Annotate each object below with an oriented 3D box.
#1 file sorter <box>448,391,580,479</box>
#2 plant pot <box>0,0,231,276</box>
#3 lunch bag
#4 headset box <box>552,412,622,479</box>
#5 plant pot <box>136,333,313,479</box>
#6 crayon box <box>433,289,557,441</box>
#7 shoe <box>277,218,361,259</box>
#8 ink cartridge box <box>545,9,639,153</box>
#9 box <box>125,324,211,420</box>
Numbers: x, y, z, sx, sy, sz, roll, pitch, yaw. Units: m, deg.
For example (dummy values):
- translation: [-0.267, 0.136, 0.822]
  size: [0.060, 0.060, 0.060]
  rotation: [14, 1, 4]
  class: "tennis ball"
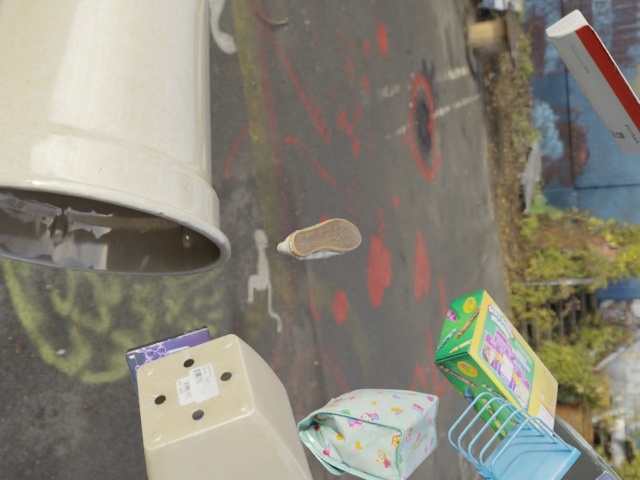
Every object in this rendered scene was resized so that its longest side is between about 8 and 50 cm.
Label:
- translation: [0.296, 0.325, 1.140]
  size: [0.104, 0.118, 0.170]
  rotation: [45, -8, -10]
  class: "file sorter"
- translation: [-0.249, -0.146, 0.793]
  size: [0.334, 0.333, 0.306]
  rotation: [37, 54, -62]
  class: "plant pot"
- translation: [0.104, 0.420, 1.603]
  size: [0.223, 0.262, 0.160]
  rotation: [-15, 107, -60]
  class: "lunch bag"
- translation: [0.552, 0.502, 1.651]
  size: [0.283, 0.131, 0.246]
  rotation: [39, 9, -45]
  class: "headset box"
- translation: [-0.075, 0.131, 0.502]
  size: [0.109, 0.109, 0.096]
  rotation: [-114, -174, -50]
  class: "plant pot"
- translation: [0.338, 0.251, 1.358]
  size: [0.278, 0.081, 0.165]
  rotation: [49, 40, -18]
  class: "crayon box"
- translation: [0.000, 0.000, 1.533]
  size: [0.219, 0.058, 0.077]
  rotation: [-8, 78, -45]
  class: "shoe"
- translation: [0.358, -0.187, 0.901]
  size: [0.189, 0.066, 0.232]
  rotation: [52, 30, -10]
  class: "ink cartridge box"
- translation: [-0.297, 0.337, 1.556]
  size: [0.103, 0.184, 0.261]
  rotation: [163, -90, -81]
  class: "box"
